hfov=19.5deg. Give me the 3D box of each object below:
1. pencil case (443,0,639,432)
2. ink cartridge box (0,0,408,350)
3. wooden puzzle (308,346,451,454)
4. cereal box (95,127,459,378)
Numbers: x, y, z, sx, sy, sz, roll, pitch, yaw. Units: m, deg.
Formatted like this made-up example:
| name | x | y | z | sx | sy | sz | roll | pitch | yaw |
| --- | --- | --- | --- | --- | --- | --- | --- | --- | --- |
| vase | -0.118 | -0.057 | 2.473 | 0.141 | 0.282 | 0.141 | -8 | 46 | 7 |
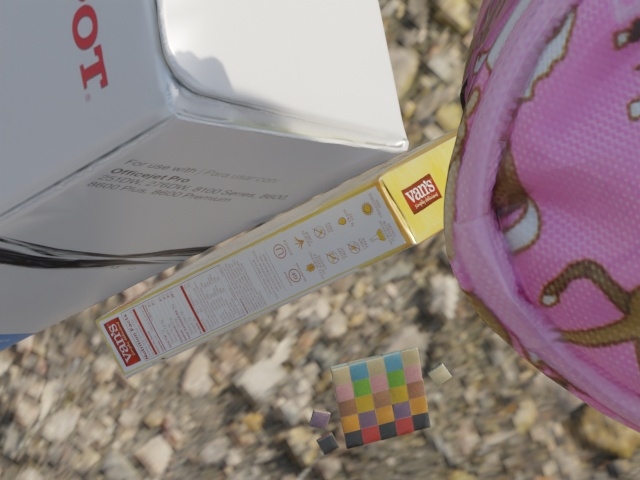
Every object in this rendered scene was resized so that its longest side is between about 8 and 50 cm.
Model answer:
| name | x | y | z | sx | sy | sz | roll | pitch | yaw |
| --- | --- | --- | --- | --- | --- | --- | --- | --- | --- |
| pencil case | 0.135 | -0.070 | 0.581 | 0.160 | 0.386 | 0.167 | 30 | 112 | -2 |
| ink cartridge box | -0.167 | -0.116 | 1.001 | 0.166 | 0.395 | 0.285 | 6 | 67 | -46 |
| wooden puzzle | 0.033 | 0.087 | 1.029 | 0.083 | 0.006 | 0.049 | -13 | 110 | -8 |
| cereal box | 0.000 | 0.000 | 1.120 | 0.173 | 0.240 | 0.047 | -31 | 94 | -52 |
